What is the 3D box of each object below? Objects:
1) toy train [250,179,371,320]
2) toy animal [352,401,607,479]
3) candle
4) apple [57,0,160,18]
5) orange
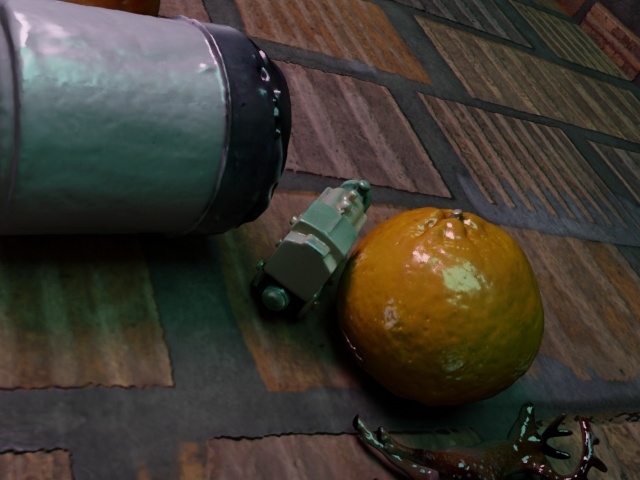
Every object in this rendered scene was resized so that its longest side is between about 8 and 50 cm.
[{"bbox_3d":[0.000,0.000,0.828,0.081,0.125,0.194,37,36,-1],"label":"toy train"},{"bbox_3d":[0.148,0.242,0.716,0.260,0.087,0.243,26,49,-14],"label":"toy animal"},{"bbox_3d":[-0.211,-0.111,0.709,0.343,0.221,0.221,1,47,-36],"label":"candle"},{"bbox_3d":[-0.307,-0.296,0.827,0.272,0.251,0.206,12,38,-10],"label":"apple"},{"bbox_3d":[0.126,0.066,0.802,0.220,0.193,0.219,7,46,-8],"label":"orange"}]
